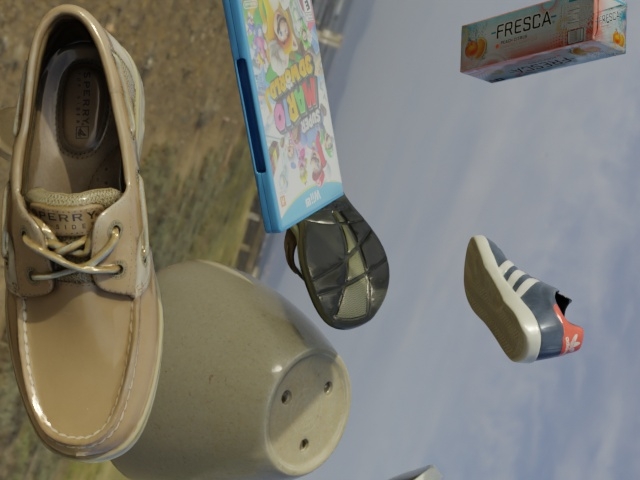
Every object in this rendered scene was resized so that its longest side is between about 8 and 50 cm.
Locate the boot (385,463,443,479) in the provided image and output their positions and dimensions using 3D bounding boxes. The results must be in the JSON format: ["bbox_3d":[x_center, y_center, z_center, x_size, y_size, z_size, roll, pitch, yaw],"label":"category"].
[{"bbox_3d":[0.100,0.360,1.041,0.088,0.176,0.244,-29,178,28],"label":"boot"}]

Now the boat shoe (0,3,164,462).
[{"bbox_3d":[-0.189,-0.005,0.719,0.110,0.121,0.341,97,-12,-79],"label":"boat shoe"}]

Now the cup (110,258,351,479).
[{"bbox_3d":[-0.100,0.202,1.283,0.331,0.237,0.331,-10,103,-48],"label":"cup"}]

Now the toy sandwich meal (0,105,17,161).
[{"bbox_3d":[-0.365,-0.127,1.165,0.029,0.085,0.085,-45,-155,59],"label":"toy sandwich meal"}]

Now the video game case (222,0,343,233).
[{"bbox_3d":[-0.023,-0.100,0.701,0.119,0.015,0.166,-35,118,-62],"label":"video game case"}]

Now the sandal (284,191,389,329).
[{"bbox_3d":[0.001,-0.001,1.262,0.086,0.120,0.303,113,-34,-41],"label":"sandal"}]

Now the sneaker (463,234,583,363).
[{"bbox_3d":[0.382,0.108,1.811,0.350,0.148,0.131,-110,-158,-53],"label":"sneaker"}]

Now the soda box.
[{"bbox_3d":[0.240,-0.220,1.043,0.183,0.063,0.058,-3,-100,50],"label":"soda box"}]
